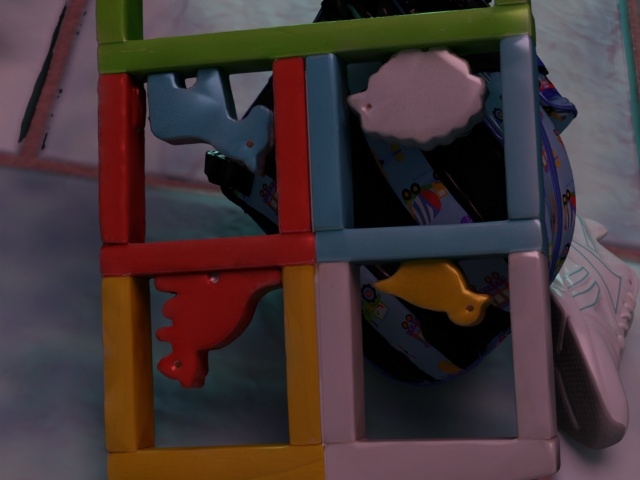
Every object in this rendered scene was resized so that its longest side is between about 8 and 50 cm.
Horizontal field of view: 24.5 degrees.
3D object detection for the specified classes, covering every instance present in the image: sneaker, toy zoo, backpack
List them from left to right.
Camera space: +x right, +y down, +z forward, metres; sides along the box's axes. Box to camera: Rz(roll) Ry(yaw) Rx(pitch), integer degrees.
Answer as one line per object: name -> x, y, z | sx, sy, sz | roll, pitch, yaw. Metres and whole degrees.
toy zoo -> 0.000, 0.000, 0.626 | 0.192, 0.030, 0.293 | -3, 85, 12
backpack -> 0.053, -0.027, 0.707 | 0.117, 0.158, 0.173 | -15, 61, -48
sneaker -> 0.133, 0.036, 0.726 | 0.061, 0.054, 0.152 | 2, 44, -13
